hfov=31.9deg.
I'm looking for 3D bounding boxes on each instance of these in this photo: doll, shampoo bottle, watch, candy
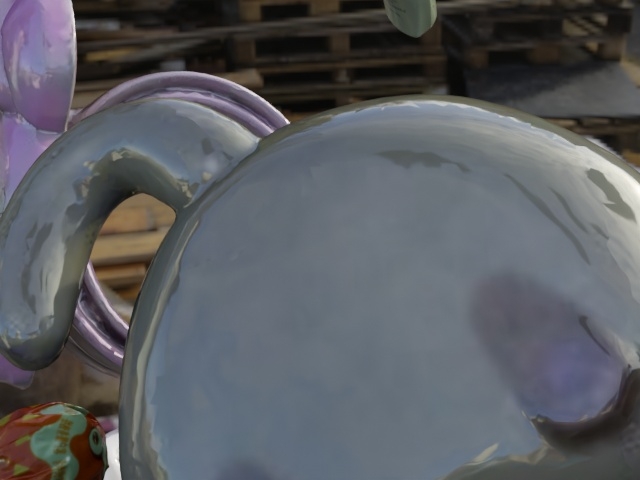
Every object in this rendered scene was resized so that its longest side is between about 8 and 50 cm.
[{"bbox_3d":[0.067,0.078,0.472,0.370,0.215,0.226,37,5,-47],"label":"doll"},{"bbox_3d":[0.066,-0.288,1.075,0.049,0.212,0.072,-35,50,-4],"label":"shampoo bottle"},{"bbox_3d":[-0.117,-0.027,0.727,0.217,0.248,0.211,4,-9,-23],"label":"watch"},{"bbox_3d":[-0.165,0.093,0.401,0.184,0.055,0.049,-7,37,-27],"label":"candy"}]

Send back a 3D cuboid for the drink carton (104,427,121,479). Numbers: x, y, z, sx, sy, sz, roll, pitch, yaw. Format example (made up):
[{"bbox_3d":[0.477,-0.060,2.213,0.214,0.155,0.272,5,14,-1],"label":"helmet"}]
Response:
[{"bbox_3d":[-0.156,0.245,0.724,0.130,0.315,0.106,50,34,11],"label":"drink carton"}]
